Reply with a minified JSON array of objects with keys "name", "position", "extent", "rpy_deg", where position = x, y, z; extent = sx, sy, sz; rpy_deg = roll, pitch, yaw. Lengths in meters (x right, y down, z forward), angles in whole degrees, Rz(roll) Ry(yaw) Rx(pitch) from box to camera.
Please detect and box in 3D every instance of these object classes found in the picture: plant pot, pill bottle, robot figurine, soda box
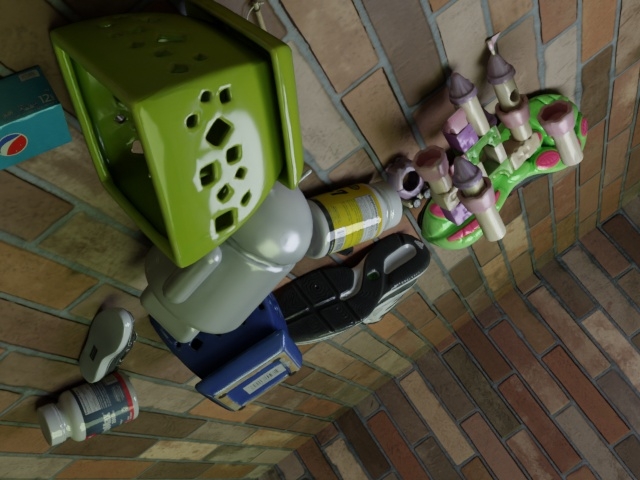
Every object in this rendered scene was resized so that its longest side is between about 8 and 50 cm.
[{"name":"plant pot","position":[-0.150,-0.145,0.895],"extent":[0.207,0.228,0.227],"rpy_deg":[-31,137,-24]},{"name":"plant pot","position":[-0.174,0.208,1.578],"extent":[0.236,0.212,0.236],"rpy_deg":[-33,155,-5]},{"name":"pill bottle","position":[0.053,-0.046,1.521],"extent":[0.208,0.119,0.119],"rpy_deg":[-19,151,-34]},{"name":"robot figurine","position":[-0.150,0.012,1.260],"extent":[0.353,0.200,0.300],"rpy_deg":[-47,-179,24]},{"name":"soda box","position":[-0.397,-0.115,0.865],"extent":[0.210,0.067,0.071],"rpy_deg":[-26,155,-19]},{"name":"pill bottle","position":[-0.474,0.346,1.566],"extent":[0.180,0.108,0.108],"rpy_deg":[-18,151,-33]}]

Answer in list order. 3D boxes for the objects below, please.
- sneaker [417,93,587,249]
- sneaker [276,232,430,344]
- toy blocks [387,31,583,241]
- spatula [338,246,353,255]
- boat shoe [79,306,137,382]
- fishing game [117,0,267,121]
[{"name":"sneaker","position":[0.398,-0.168,1.743],"extent":[0.482,0.185,0.202],"rpy_deg":[-36,-171,-11]},{"name":"sneaker","position":[0.065,0.173,1.878],"extent":[0.447,0.169,0.258],"rpy_deg":[-26,153,-26]},{"name":"toy blocks","position":[0.277,-0.207,1.466],"extent":[0.288,0.309,0.260],"rpy_deg":[-43,125,-12]},{"name":"spatula","position":[0.000,0.000,1.644],"extent":[0.084,0.030,0.296],"rpy_deg":[-48,154,13]},{"name":"boat shoe","position":[-0.384,0.191,1.439],"extent":[0.076,0.080,0.228],"rpy_deg":[-20,154,-44]},{"name":"fishing game","position":[-0.173,-0.202,1.038],"extent":[0.264,0.041,0.189],"rpy_deg":[-30,153,-11]}]
